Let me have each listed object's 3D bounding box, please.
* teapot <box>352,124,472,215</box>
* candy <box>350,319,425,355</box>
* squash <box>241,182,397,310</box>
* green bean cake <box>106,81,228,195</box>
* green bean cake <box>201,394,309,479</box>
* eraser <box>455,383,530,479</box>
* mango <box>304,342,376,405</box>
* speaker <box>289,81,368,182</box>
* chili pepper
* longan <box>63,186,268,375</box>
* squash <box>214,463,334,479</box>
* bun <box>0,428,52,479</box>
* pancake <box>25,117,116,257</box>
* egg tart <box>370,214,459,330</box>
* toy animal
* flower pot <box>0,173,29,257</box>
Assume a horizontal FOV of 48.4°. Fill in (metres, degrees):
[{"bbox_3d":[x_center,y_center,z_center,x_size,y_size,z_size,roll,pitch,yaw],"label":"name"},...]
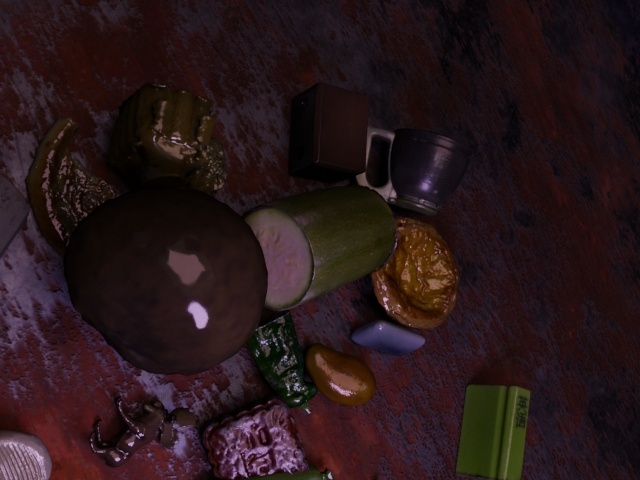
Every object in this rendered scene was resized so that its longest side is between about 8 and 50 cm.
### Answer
[{"bbox_3d":[0.268,-0.202,2.066,0.322,0.240,0.239,19,87,-33],"label":"teapot"},{"bbox_3d":[0.190,0.273,1.999,0.174,0.138,0.071,22,57,-26],"label":"candy"},{"bbox_3d":[0.000,0.000,1.798,0.384,0.263,0.263,-18,92,-50],"label":"squash"},{"bbox_3d":[-0.330,-0.207,1.660,0.285,0.310,0.202,15,73,-26],"label":"green bean cake"},{"bbox_3d":[-0.163,0.500,1.742,0.233,0.097,0.198,-16,89,-13],"label":"green bean cake"},{"bbox_3d":[0.509,0.569,2.104,0.092,0.210,0.274,20,71,-27],"label":"eraser"},{"bbox_3d":[0.049,0.364,1.925,0.228,0.099,0.136,36,71,-13],"label":"mango"},{"bbox_3d":[0.022,-0.291,1.973,0.193,0.153,0.230,8,78,-30],"label":"speaker"},{"bbox_3d":[-0.090,0.330,1.843,0.136,0.099,0.270,-26,95,-33],"label":"chili pepper"},{"bbox_3d":[-0.321,0.078,1.565,0.404,0.404,0.435,-46,121,-28],"label":"longan"},{"bbox_3d":[-0.143,0.617,1.765,0.395,0.107,0.107,-2,84,-30],"label":"squash"},{"bbox_3d":[-0.661,0.475,1.479,0.183,0.102,0.183,-2,94,-38],"label":"bun"},{"bbox_3d":[-0.568,-0.104,1.652,0.197,0.054,0.376,-14,91,-32],"label":"pancake"},{"bbox_3d":[0.260,0.100,2.072,0.341,0.129,0.341,6,78,-30],"label":"egg tart"},{"bbox_3d":[-0.412,0.439,1.650,0.186,0.094,0.214,46,70,-12],"label":"toy animal"},{"bbox_3d":[-0.741,-0.011,1.433,0.290,0.290,0.259,41,51,-20],"label":"flower pot"}]
